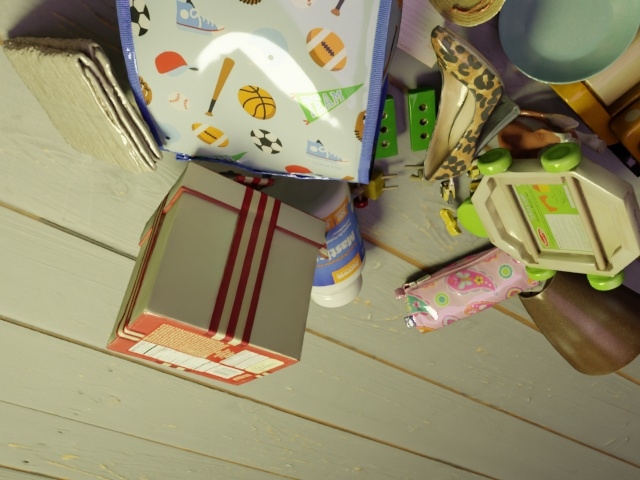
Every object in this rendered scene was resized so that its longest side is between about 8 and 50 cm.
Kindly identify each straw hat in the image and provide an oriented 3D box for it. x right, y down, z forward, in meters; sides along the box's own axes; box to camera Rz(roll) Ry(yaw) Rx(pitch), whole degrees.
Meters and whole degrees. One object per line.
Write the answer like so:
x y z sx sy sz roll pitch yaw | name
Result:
0.200 -0.360 0.735 0.061 0.145 0.144 -35 141 -35 | straw hat

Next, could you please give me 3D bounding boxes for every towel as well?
-0.332 -0.193 0.789 0.049 0.282 0.187 -44 134 -26 | towel

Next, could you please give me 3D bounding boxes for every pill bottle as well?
0.000 0.000 1.031 0.152 0.152 0.272 -15 135 5 | pill bottle

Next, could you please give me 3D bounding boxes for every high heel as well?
0.188 -0.193 0.864 0.186 0.093 0.261 -44 138 16 | high heel

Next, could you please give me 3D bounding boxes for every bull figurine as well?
0.416 -0.098 1.010 0.101 0.188 0.310 -48 122 -19 | bull figurine

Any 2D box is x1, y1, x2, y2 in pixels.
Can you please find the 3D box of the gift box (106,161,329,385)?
-0.141 0.060 0.860 0.276 0.258 0.255 25 148 -28 | gift box

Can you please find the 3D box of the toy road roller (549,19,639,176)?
0.549 -0.205 0.887 0.330 0.240 0.202 32 118 -29 | toy road roller

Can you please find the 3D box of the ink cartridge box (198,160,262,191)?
-0.169 -0.053 1.011 0.115 0.067 0.198 5 116 -13 | ink cartridge box

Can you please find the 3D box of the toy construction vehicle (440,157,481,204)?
0.273 -0.103 1.066 0.086 0.035 0.098 -9 130 -1 | toy construction vehicle

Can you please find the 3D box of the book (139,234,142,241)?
-0.262 0.014 1.094 0.144 0.035 0.096 -14 124 4 | book

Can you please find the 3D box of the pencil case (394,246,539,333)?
0.305 0.093 1.180 0.284 0.124 0.124 -25 128 14 | pencil case

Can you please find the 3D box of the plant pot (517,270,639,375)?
0.541 0.140 1.214 0.230 0.215 0.215 34 118 -16 | plant pot

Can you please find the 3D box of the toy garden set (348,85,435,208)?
0.143 -0.168 0.989 0.245 0.049 0.203 -11 128 0 | toy garden set

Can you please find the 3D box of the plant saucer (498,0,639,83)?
0.368 -0.331 0.842 0.195 0.037 0.194 4 101 24 | plant saucer

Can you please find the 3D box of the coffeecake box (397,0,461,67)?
0.154 -0.369 0.808 0.142 0.068 0.185 22 123 -24 | coffeecake box

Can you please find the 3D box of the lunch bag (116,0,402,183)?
-0.065 -0.268 0.718 0.328 0.239 0.385 9 122 7 | lunch bag

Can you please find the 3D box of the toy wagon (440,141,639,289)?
0.362 -0.043 0.974 0.068 0.344 0.267 -47 120 -25 | toy wagon
